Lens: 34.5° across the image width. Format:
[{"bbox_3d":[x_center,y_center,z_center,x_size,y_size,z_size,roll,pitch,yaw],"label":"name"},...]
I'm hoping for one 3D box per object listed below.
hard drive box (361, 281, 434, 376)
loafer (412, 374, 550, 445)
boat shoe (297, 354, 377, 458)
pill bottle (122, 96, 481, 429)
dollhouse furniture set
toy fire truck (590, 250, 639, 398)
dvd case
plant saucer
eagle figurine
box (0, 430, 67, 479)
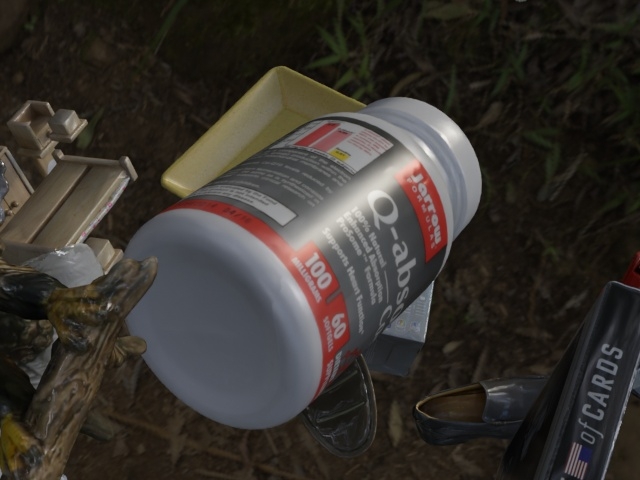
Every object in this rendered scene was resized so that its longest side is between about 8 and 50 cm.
[{"bbox_3d":[0.127,0.079,1.666,0.089,0.181,0.232,12,66,0],"label":"hard drive box"},{"bbox_3d":[0.178,0.172,1.070,0.170,0.061,0.062,-18,57,10],"label":"loafer"},{"bbox_3d":[-0.014,0.146,1.370,0.111,0.104,0.307,-26,75,-5],"label":"boat shoe"},{"bbox_3d":[0.000,0.000,0.990,0.210,0.210,0.363,50,44,1],"label":"pill bottle"},{"bbox_3d":[-0.355,-0.042,1.542,0.355,0.174,0.303,9,50,28],"label":"dollhouse furniture set"},{"bbox_3d":[0.478,0.077,1.333,0.217,0.246,0.158,25,26,14],"label":"toy fire truck"},{"bbox_3d":[0.105,0.151,0.538,0.029,0.238,0.179,22,59,9],"label":"dvd case"},{"bbox_3d":[-0.058,-0.127,1.825,0.333,0.081,0.333,31,67,31],"label":"plant saucer"},{"bbox_3d":[-0.233,0.009,0.485,0.298,0.225,0.226,23,40,3],"label":"eagle figurine"},{"bbox_3d":[-0.281,0.242,0.814,0.091,0.130,0.170,-13,120,-49],"label":"box"}]
